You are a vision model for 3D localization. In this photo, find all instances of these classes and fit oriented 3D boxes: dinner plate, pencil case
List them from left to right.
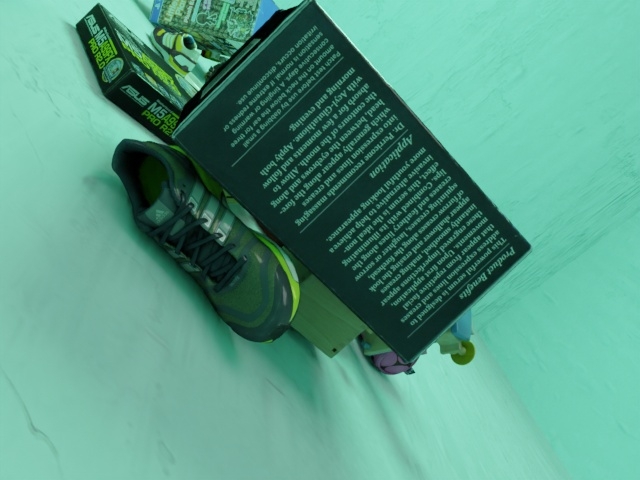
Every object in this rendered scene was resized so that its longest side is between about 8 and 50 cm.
[{"bbox_3d":[-0.301,-0.375,1.636,0.141,0.017,0.141,49,8,-9],"label":"dinner plate"},{"bbox_3d":[0.118,0.160,1.299,0.209,0.098,0.095,-118,-177,-47],"label":"pencil case"}]

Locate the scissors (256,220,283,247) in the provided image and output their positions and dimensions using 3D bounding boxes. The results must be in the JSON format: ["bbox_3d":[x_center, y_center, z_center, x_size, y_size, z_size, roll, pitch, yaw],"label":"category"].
[{"bbox_3d":[-0.037,0.047,1.262,0.297,0.021,0.109,55,9,14],"label":"scissors"}]

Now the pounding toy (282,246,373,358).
[{"bbox_3d":[0.008,0.094,1.032,0.206,0.094,0.181,43,10,-27],"label":"pounding toy"}]

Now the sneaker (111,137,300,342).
[{"bbox_3d":[-0.140,-0.003,0.757,0.300,0.111,0.121,47,14,24],"label":"sneaker"}]

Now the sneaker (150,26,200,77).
[{"bbox_3d":[-0.329,-0.450,1.565,0.070,0.084,0.185,28,24,-53],"label":"sneaker"}]

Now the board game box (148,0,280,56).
[{"bbox_3d":[-0.266,-0.593,1.825,0.291,0.141,0.232,16,2,13],"label":"board game box"}]

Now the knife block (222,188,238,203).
[{"bbox_3d":[-0.096,-0.118,1.181,0.242,0.088,0.275,69,26,-54],"label":"knife block"}]

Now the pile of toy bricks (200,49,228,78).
[{"bbox_3d":[-0.269,-0.465,1.935,0.105,0.118,0.212,23,6,40],"label":"pile of toy bricks"}]

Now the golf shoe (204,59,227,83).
[{"bbox_3d":[-0.165,-0.221,1.364,0.120,0.105,0.272,-172,-118,-76],"label":"golf shoe"}]

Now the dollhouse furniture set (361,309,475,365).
[{"bbox_3d":[0.160,0.110,1.237,0.198,0.287,0.303,32,48,-43],"label":"dollhouse furniture set"}]

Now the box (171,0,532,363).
[{"bbox_3d":[0.027,-0.087,0.880,0.395,0.212,0.293,45,5,-19],"label":"box"}]

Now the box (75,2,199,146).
[{"bbox_3d":[-0.273,-0.248,1.145,0.270,0.060,0.216,39,15,-50],"label":"box"}]
